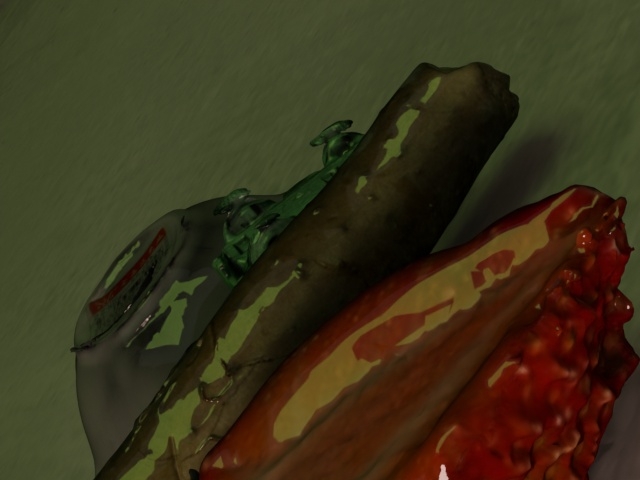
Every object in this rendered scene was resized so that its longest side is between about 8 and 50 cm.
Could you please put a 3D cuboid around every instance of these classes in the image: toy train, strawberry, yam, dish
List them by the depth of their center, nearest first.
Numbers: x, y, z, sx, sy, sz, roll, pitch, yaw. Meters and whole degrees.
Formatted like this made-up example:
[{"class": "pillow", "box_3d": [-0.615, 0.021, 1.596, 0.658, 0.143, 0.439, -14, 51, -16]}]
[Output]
[{"class": "strawberry", "box_3d": [0.039, 0.083, 0.660, 0.228, 0.098, 0.174, -52, 23, -8]}, {"class": "yam", "box_3d": [-0.012, 0.038, 0.824, 0.317, 0.067, 0.071, -52, 24, -11]}, {"class": "toy train", "box_3d": [0.000, 0.000, 0.921, 0.149, 0.081, 0.099, -34, 15, -8]}, {"class": "dish", "box_3d": [-0.091, 0.042, 1.037, 0.229, 0.081, 0.229, -44, 21, 22]}]
